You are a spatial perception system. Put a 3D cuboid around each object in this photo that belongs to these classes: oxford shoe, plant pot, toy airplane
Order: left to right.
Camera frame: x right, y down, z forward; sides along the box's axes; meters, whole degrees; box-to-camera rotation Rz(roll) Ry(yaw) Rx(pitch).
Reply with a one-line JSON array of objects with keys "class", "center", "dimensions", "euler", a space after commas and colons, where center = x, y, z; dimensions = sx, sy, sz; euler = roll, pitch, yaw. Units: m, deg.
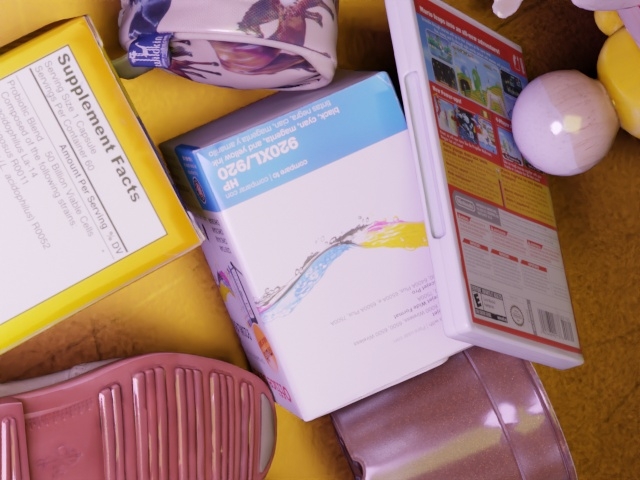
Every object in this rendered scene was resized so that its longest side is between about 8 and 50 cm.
[{"class": "oxford shoe", "center": [-0.199, 0.151, 1.470], "dimensions": [0.397, 0.146, 0.140], "euler": [0, 92, -47]}, {"class": "plant pot", "center": [0.105, 0.166, 1.633], "dimensions": [0.165, 0.167, 0.167], "euler": [-23, 100, -4]}, {"class": "toy airplane", "center": [0.261, -0.147, 1.536], "dimensions": [0.272, 0.386, 0.384], "euler": [-34, 110, 17]}]

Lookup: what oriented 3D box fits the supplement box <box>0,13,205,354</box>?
[{"class": "supplement box", "center": [-0.299, -0.007, 1.488], "dimensions": [0.356, 0.195, 0.194], "euler": [-28, 102, -10]}]

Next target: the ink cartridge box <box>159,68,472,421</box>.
[{"class": "ink cartridge box", "center": [0.000, 0.000, 1.578], "dimensions": [0.168, 0.171, 0.233], "euler": [-24, 100, -11]}]

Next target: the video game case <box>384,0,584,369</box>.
[{"class": "video game case", "center": [0.132, -0.047, 1.563], "dimensions": [0.204, 0.025, 0.285], "euler": [18, 58, -56]}]

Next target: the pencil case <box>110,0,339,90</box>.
[{"class": "pencil case", "center": [-0.073, -0.321, 1.509], "dimensions": [0.183, 0.160, 0.410], "euler": [1, 85, 8]}]
